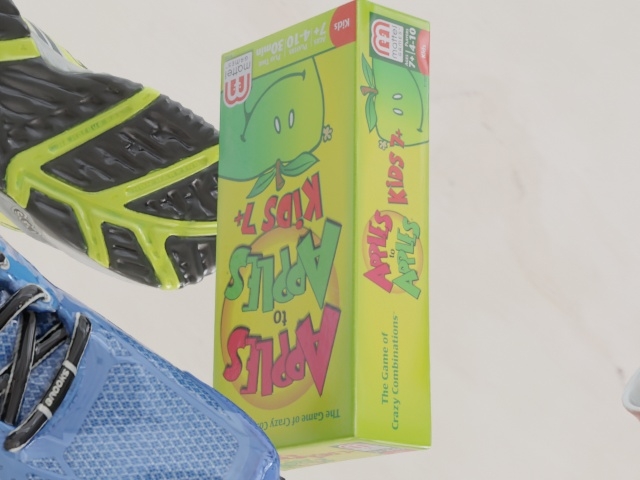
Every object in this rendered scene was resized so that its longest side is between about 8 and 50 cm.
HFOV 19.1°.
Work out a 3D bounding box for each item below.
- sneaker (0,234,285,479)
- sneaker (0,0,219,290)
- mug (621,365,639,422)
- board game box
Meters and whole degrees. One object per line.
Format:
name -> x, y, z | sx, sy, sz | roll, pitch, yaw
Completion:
sneaker -> -0.162, 0.029, 0.675 | 0.330, 0.147, 0.129 | 26, -128, -5
sneaker -> -0.227, -0.086, 1.129 | 0.385, 0.147, 0.145 | 38, -106, -28
mug -> 0.281, 0.122, 1.097 | 0.150, 0.113, 0.169 | -34, -80, -7
board game box -> 0.000, 0.000, 0.794 | 0.043, 0.092, 0.181 | 13, -109, -39
